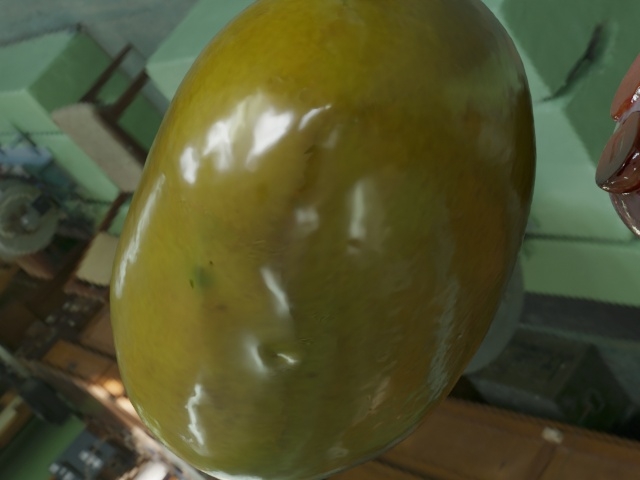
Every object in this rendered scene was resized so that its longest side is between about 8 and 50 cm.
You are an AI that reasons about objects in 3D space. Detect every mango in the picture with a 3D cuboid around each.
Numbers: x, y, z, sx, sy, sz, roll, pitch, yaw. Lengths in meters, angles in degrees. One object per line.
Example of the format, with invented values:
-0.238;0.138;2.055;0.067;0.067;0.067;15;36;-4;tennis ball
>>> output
0.000;0.000;0.681;0.232;0.300;0.446;45;159;19;mango

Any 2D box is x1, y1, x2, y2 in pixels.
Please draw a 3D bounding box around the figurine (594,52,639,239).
0.312;-0.062;0.844;0.173;0.173;0.173;34;158;16;figurine
